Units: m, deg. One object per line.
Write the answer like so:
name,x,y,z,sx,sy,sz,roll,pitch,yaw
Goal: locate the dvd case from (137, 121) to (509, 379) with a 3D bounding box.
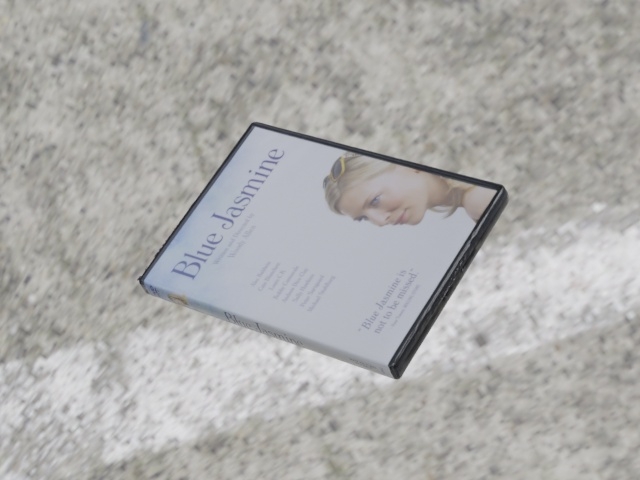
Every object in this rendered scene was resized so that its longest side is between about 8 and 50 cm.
dvd case,0.000,0.000,1.343,0.253,0.022,0.180,16,61,34
